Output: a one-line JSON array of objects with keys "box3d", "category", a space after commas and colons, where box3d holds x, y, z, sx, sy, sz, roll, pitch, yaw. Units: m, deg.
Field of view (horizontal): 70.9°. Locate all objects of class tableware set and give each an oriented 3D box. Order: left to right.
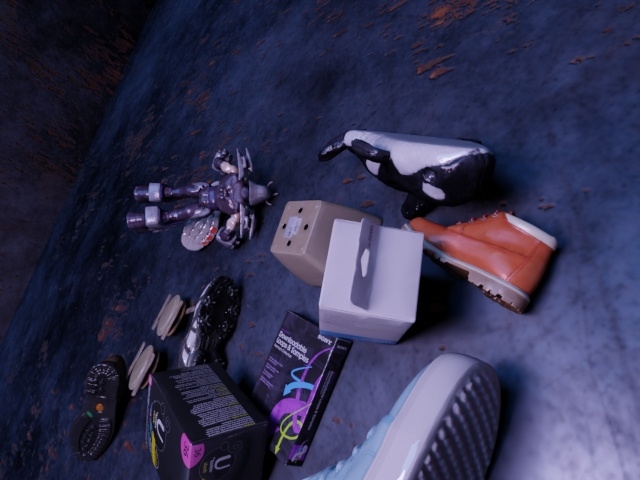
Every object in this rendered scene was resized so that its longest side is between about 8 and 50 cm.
[{"box3d": [-0.309, 0.200, 0.875, 0.128, 0.039, 0.194, 1, 63, 61], "category": "tableware set"}]

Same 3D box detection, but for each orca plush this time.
[{"box3d": [0.088, -0.074, 0.545, 0.287, 0.151, 0.102, 22, 117, 49], "category": "orca plush"}]

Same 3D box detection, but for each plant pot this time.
[{"box3d": [0.000, 0.000, 0.598, 0.109, 0.096, 0.109, 5, 72, 49], "category": "plant pot"}]

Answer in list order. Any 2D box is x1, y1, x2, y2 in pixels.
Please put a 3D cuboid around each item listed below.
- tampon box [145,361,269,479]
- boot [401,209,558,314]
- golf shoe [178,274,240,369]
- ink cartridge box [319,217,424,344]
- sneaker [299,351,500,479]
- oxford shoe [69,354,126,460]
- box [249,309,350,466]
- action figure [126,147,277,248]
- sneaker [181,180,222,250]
[{"box3d": [-0.154, 0.255, 0.585, 0.161, 0.101, 0.121, 24, 110, 52], "category": "tampon box"}, {"box3d": [0.157, 0.000, 0.460, 0.158, 0.059, 0.085, 34, 91, 43], "category": "boot"}, {"box3d": [-0.196, 0.152, 0.745, 0.093, 0.077, 0.198, -10, 60, 45], "category": "golf shoe"}, {"box3d": [0.049, 0.046, 0.462, 0.089, 0.143, 0.092, 9, 69, 3], "category": "ink cartridge box"}, {"box3d": [0.019, 0.245, 0.400, 0.150, 0.135, 0.366, 28, 90, 47], "category": "sneaker"}, {"box3d": [-0.443, 0.342, 0.922, 0.096, 0.082, 0.227, -108, 40, -81], "category": "oxford shoe"}, {"box3d": [-0.035, 0.183, 0.583, 0.116, 0.029, 0.162, 16, 80, 51], "category": "box"}, {"box3d": [-0.213, -0.077, 0.842, 0.284, 0.099, 0.186, -5, 74, 15], "category": "action figure"}, {"box3d": [-0.231, -0.050, 0.936, 0.158, 0.061, 0.065, -57, 12, 5], "category": "sneaker"}]
